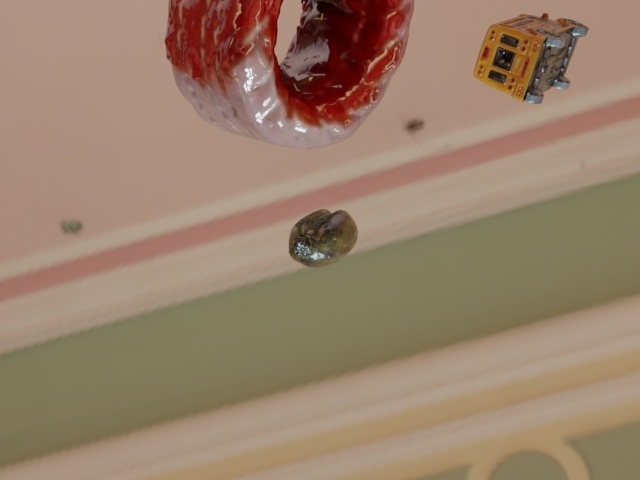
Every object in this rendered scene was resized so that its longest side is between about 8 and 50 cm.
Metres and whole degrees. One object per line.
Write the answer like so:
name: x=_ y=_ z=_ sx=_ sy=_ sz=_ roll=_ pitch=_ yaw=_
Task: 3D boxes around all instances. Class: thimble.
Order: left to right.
thimble: x=-0.025 y=-0.166 z=1.053 sx=0.125 sy=0.163 sz=0.189 roll=18 pitch=-100 yaw=50

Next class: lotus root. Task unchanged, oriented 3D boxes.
lotus root: x=0.000 y=0.000 z=1.273 sx=0.054 sy=0.049 sz=0.099 roll=3 pitch=-167 yaw=24

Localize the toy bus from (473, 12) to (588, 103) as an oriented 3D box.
toy bus: x=0.248 y=-0.220 z=1.619 sx=0.088 sy=0.083 sz=0.194 roll=23 pitch=-159 yaw=17
